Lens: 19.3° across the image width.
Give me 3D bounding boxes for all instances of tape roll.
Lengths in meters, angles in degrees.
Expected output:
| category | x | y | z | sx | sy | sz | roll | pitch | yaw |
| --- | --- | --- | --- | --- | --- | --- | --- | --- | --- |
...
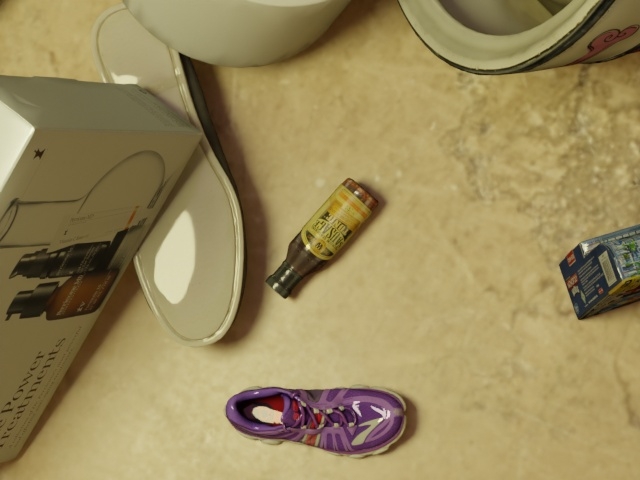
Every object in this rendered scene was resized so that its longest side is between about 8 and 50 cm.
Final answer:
| category | x | y | z | sx | sy | sz | roll | pitch | yaw |
| --- | --- | --- | --- | --- | --- | --- | --- | --- | --- |
| tape roll | -0.063 | -0.297 | 1.708 | 0.246 | 0.169 | 0.246 | 4 | 75 | -15 |

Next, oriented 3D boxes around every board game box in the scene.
| category | x | y | z | sx | sy | sz | roll | pitch | yaw |
| --- | --- | --- | --- | --- | --- | --- | --- | --- | --- |
| board game box | 0.326 | 0.002 | 1.653 | 0.194 | 0.194 | 0.060 | -17 | 80 | -7 |

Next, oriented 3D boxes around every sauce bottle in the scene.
| category | x | y | z | sx | sy | sz | roll | pitch | yaw |
| --- | --- | --- | --- | --- | --- | --- | --- | --- | --- |
| sauce bottle | 0.000 | 0.000 | 1.764 | 0.042 | 0.042 | 0.128 | 39 | 91 | 13 |

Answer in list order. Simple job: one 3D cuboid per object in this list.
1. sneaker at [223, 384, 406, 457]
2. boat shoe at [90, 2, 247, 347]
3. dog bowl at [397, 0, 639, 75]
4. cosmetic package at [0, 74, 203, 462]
| category | x | y | z | sx | sy | sz | roll | pitch | yaw |
| --- | --- | --- | --- | --- | --- | --- | --- | --- | --- |
| sneaker | -0.006 | 0.164 | 1.726 | 0.170 | 0.071 | 0.068 | -1 | 82 | 9 |
| boat shoe | -0.137 | -0.063 | 1.783 | 0.112 | 0.095 | 0.335 | -15 | 84 | 4 |
| dog bowl | 0.222 | -0.336 | 1.620 | 0.150 | 0.408 | 0.407 | 5 | 80 | -31 |
| cosmetic package | -0.287 | 0.038 | 1.634 | 0.097 | 0.284 | 0.377 | 37 | 107 | 21 |
